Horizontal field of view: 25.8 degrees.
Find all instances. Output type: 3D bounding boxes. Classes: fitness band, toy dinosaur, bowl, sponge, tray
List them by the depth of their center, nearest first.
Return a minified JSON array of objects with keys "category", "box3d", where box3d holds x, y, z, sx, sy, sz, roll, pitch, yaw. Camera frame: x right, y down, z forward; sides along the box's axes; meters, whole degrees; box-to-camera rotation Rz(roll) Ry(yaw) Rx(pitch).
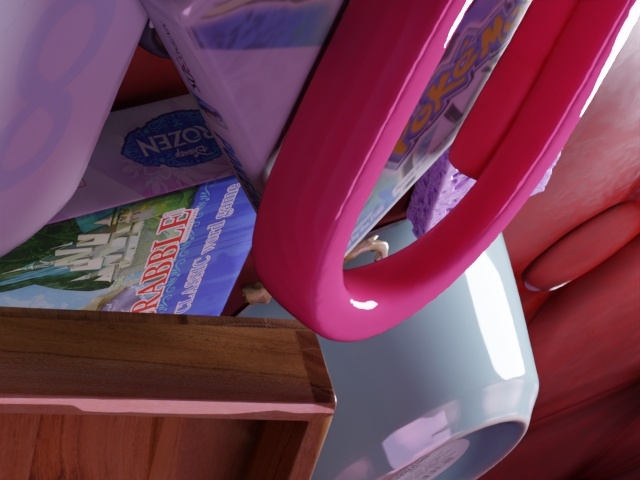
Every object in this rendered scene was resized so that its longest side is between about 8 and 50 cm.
[{"category":"fitness band","box3d":[0.071,-0.074,0.677,0.209,0.054,0.290,-19,141,-53]},{"category":"tray","box3d":[-0.144,0.215,0.831,0.203,0.076,0.411,4,127,-19]},{"category":"toy dinosaur","box3d":[0.000,0.000,0.984,0.093,0.053,0.183,-14,151,-30]},{"category":"sponge","box3d":[0.133,-0.079,1.009,0.117,0.031,0.210,-22,155,-19]},{"category":"bowl","box3d":[0.060,0.131,1.178,0.312,0.163,0.311,-26,156,-13]}]

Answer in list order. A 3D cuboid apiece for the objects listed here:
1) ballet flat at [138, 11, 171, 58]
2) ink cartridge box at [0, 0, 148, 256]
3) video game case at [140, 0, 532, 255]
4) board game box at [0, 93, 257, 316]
[{"category":"ballet flat","box3d":[-0.027,-0.135,0.660,0.203,0.074,0.074,-25,159,-47]},{"category":"ink cartridge box","box3d":[-0.215,0.043,0.504,0.385,0.091,0.308,-65,168,25]},{"category":"video game case","box3d":[0.073,-0.152,0.676,0.329,0.036,0.300,-46,158,-9]},{"category":"board game box","box3d":[-0.205,0.057,0.838,0.318,0.066,0.318,-17,153,-28]}]
